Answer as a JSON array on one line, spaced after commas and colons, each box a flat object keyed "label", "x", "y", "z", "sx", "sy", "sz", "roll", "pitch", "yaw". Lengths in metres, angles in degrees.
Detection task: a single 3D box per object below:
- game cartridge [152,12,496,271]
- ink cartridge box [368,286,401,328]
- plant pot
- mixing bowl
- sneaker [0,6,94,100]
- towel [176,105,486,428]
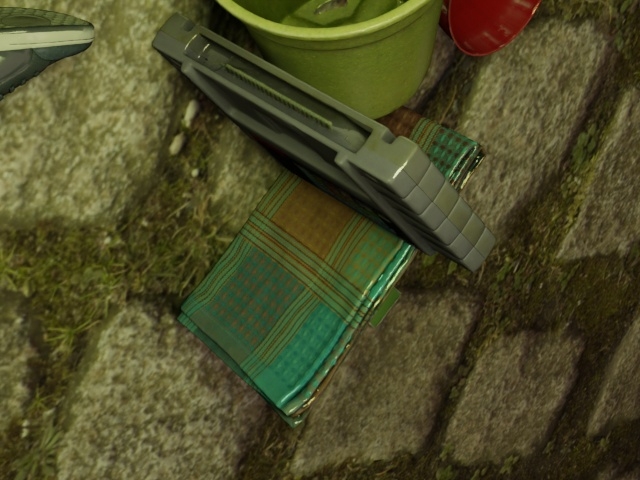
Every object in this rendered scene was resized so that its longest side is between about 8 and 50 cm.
[{"label": "game cartridge", "x": 0.002, "y": -0.097, "z": 1.273, "sx": 0.068, "sy": 0.355, "sz": 0.230, "roll": -52, "pitch": 143, "yaw": -7}, {"label": "ink cartridge box", "x": 0.012, "y": 0.026, "z": 1.593, "sx": 0.062, "sy": 0.109, "sz": 0.209, "roll": -51, "pitch": 144, "yaw": -5}, {"label": "plant pot", "x": 0.022, "y": -0.255, "z": 1.266, "sx": 0.276, "sy": 0.276, "sz": 0.254, "roll": -44, "pitch": 158, "yaw": -13}, {"label": "mixing bowl", "x": 0.186, "y": -0.326, "z": 1.510, "sx": 0.181, "sy": 0.098, "sz": 0.181, "roll": -29, "pitch": 137, "yaw": -31}, {"label": "sneaker", "x": -0.310, "y": -0.121, "z": 1.125, "sx": 0.226, "sy": 0.086, "sz": 0.163, "roll": -15, "pitch": 118, "yaw": -29}, {"label": "towel", "x": 0.000, "y": 0.000, "z": 1.429, "sx": 0.040, "sy": 0.271, "sz": 0.370, "roll": 35, "pitch": 90, "yaw": -41}]
